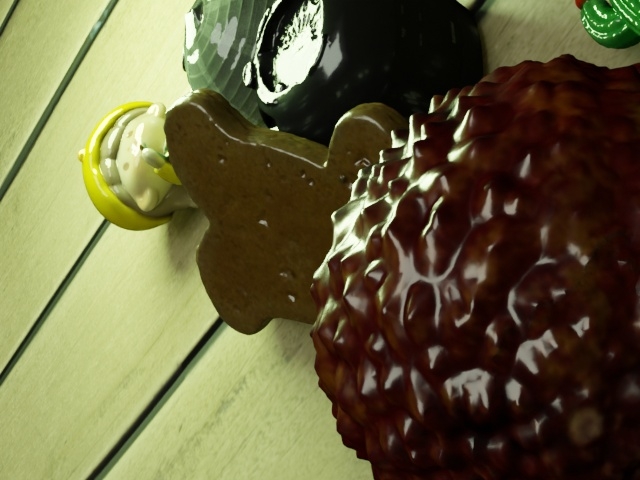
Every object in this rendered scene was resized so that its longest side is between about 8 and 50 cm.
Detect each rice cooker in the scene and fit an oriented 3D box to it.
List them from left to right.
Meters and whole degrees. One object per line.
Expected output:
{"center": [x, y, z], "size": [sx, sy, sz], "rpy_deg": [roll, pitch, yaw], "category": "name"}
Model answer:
{"center": [0.047, -0.210, 1.474], "size": [0.267, 0.225, 0.267], "rpy_deg": [-23, 61, 52], "category": "rice cooker"}

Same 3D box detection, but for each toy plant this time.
{"center": [0.321, -0.266, 1.219], "size": [0.240, 0.088, 0.154], "rpy_deg": [38, 110, 59], "category": "toy plant"}

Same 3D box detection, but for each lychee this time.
{"center": [0.195, 0.077, 0.984], "size": [0.425, 0.425, 0.499], "rpy_deg": [-37, 32, 44], "category": "lychee"}

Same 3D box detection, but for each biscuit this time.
{"center": [0.000, 0.000, 1.425], "size": [0.394, 0.076, 0.368], "rpy_deg": [10, 123, 39], "category": "biscuit"}

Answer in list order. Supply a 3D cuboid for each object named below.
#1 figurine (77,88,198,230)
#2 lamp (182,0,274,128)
{"center": [-0.243, -0.125, 1.914], "size": [0.344, 0.187, 0.215], "rpy_deg": [-4, 67, 49], "category": "figurine"}
{"center": [-0.081, -0.274, 1.679], "size": [0.233, 0.233, 0.265], "rpy_deg": [29, 98, 55], "category": "lamp"}
